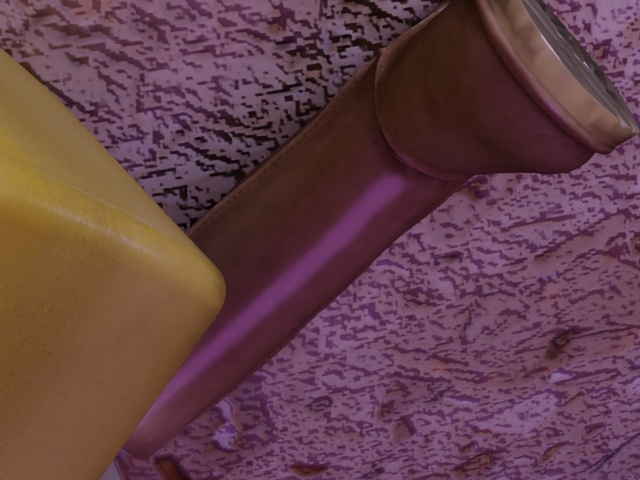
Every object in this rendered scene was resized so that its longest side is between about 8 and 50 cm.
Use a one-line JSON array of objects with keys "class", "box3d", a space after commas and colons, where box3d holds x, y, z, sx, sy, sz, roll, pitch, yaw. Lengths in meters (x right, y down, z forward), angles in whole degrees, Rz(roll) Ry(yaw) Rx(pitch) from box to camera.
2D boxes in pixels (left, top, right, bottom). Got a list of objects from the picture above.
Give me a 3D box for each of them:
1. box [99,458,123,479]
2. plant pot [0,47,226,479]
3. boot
[{"class": "box", "box3d": [-0.214, 0.181, 0.833, 0.149, 0.127, 0.232, 24, 115, -40]}, {"class": "plant pot", "box3d": [-0.166, 0.018, 0.655, 0.187, 0.212, 0.212, 17, 113, -53]}, {"class": "boot", "box3d": [0.000, 0.000, 0.729, 0.269, 0.236, 0.089, -41, 94, 9]}]
